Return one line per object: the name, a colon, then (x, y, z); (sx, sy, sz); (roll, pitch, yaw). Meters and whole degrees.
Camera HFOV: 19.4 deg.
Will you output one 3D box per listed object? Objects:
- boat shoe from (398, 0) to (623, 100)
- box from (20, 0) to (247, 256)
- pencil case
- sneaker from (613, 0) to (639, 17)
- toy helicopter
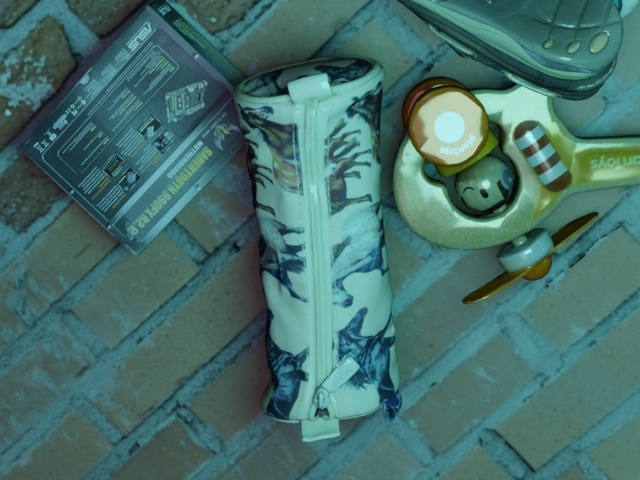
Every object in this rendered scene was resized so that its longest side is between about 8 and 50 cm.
boat shoe: (0.147, -0.247, 1.922); (0.355, 0.130, 0.132); (38, 69, 23)
box: (-0.192, -0.125, 2.083); (0.183, 0.056, 0.231); (43, 109, -4)
pencil case: (0.000, 0.000, 1.997); (0.159, 0.183, 0.410); (-7, 112, -7)
sneaker: (0.224, -0.334, 1.918); (0.110, 0.107, 0.275); (-33, 97, 29)
toy helicopter: (0.254, -0.061, 1.979); (0.355, 0.140, 0.235); (-5, 99, 0)
